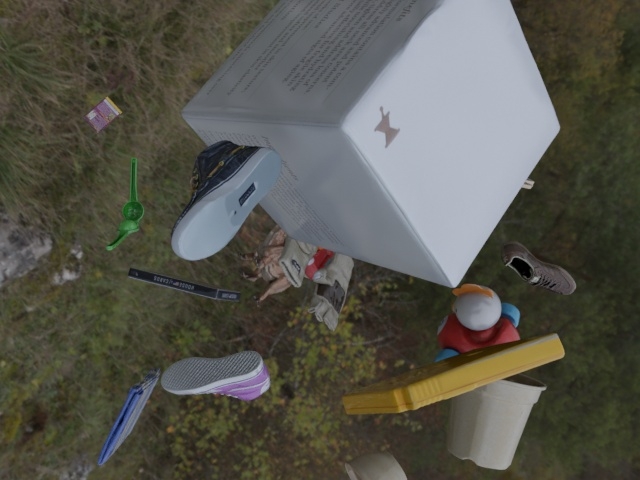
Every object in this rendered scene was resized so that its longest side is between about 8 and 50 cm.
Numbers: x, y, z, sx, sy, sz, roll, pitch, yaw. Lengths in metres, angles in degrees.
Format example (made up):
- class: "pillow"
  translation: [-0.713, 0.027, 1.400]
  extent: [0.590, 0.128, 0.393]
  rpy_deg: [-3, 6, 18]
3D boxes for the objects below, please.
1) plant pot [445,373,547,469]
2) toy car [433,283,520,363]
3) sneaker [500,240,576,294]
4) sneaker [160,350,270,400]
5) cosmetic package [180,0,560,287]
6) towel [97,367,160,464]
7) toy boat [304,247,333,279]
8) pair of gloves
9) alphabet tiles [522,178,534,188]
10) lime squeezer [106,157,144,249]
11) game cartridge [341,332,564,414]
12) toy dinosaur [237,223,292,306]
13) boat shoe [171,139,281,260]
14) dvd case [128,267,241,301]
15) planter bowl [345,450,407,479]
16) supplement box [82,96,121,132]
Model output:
- class: "plant pot"
  translation: [0.573, 0.600, 2.088]
  extent: [0.334, 0.334, 0.305]
  rpy_deg: [16, 87, -53]
- class: "toy car"
  translation: [0.382, 0.191, 1.535]
  extent: [0.219, 0.211, 0.237]
  rpy_deg: [-55, 133, -43]
- class: "sneaker"
  translation: [0.474, 0.078, 1.332]
  extent: [0.066, 0.188, 0.071]
  rpy_deg: [-57, -177, 43]
- class: "sneaker"
  translation: [-0.274, 0.389, 1.626]
  extent: [0.282, 0.102, 0.161]
  rpy_deg: [-7, 138, 8]
- class: "cosmetic package"
  translation: [0.073, -0.185, 0.932]
  extent: [0.329, 0.394, 0.327]
  rpy_deg: [-53, 128, -17]
- class: "towel"
  translation: [-0.504, 0.455, 1.606]
  extent: [0.209, 0.034, 0.285]
  rpy_deg: [-64, -177, -3]
- class: "toy boat"
  translation: [0.000, 0.000, 1.761]
  extent: [0.151, 0.151, 0.231]
  rpy_deg: [-55, 132, -45]
- class: "pair of gloves"
  translation: [-0.008, 0.049, 1.221]
  extent: [0.240, 0.042, 0.204]
  rpy_deg: [55, 36, -37]
- class: "alphabet tiles"
  translation: [0.444, -0.197, 1.682]
  extent: [0.284, 0.278, 0.021]
  rpy_deg: [9, 109, -21]
- class: "lime squeezer"
  translation: [-0.489, -0.066, 1.557]
  extent: [0.059, 0.310, 0.110]
  rpy_deg: [10, 139, -11]
- class: "game cartridge"
  translation: [0.231, 0.252, 1.114]
  extent: [0.324, 0.052, 0.285]
  rpy_deg: [-15, 169, -20]
- class: "toy dinosaur"
  translation: [-0.103, 0.056, 1.605]
  extent: [0.201, 0.127, 0.295]
  rpy_deg: [-20, 135, -24]
- class: "boat shoe"
  translation: [-0.126, -0.050, 0.698]
  extent: [0.183, 0.083, 0.065]
  rpy_deg: [-50, 145, -37]
- class: "dvd case"
  translation: [-0.343, 0.114, 1.553]
  extent: [0.179, 0.239, 0.029]
  rpy_deg: [32, 70, -77]
- class: "planter bowl"
  translation: [0.154, 0.613, 1.562]
  extent: [0.109, 0.162, 0.162]
  rpy_deg: [-30, 138, -18]
- class: "supplement box"
  translation: [-0.562, -0.324, 1.565]
  extent: [0.083, 0.043, 0.055]
  rpy_deg: [-43, 111, -8]
